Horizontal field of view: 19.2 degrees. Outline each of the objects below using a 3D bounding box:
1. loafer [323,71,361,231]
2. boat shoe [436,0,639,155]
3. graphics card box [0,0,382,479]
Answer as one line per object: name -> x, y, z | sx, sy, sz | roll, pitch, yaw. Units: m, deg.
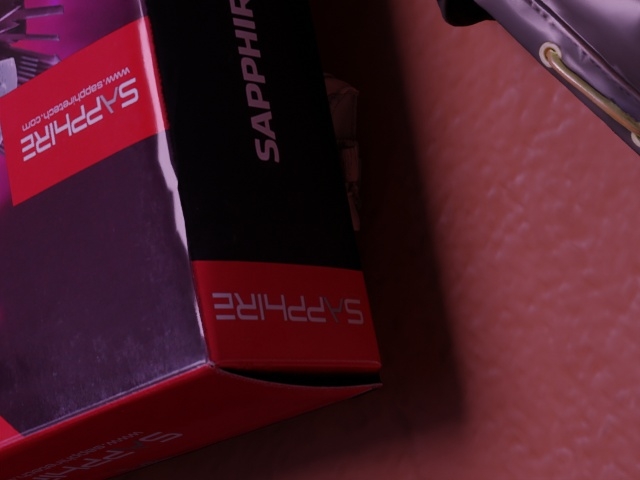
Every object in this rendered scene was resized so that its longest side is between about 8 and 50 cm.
loafer -> 0.000, 0.000, 0.727 | 0.039, 0.045, 0.125 | 21, 104, 27
boat shoe -> 0.063, -0.102, 0.649 | 0.228, 0.081, 0.069 | 42, 108, 36
graphics card box -> -0.116, -0.093, 0.746 | 0.232, 0.094, 0.371 | -23, 70, 42
